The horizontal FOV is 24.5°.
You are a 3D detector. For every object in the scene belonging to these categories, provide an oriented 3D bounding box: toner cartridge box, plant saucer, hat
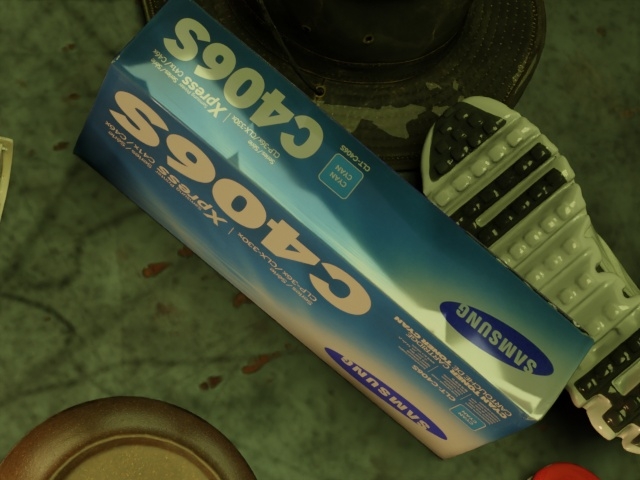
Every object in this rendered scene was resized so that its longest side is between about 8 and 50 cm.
[{"bbox_3d":[0.000,0.000,0.990,0.348,0.165,0.075,40,67,-2],"label":"toner cartridge box"},{"bbox_3d":[-0.122,0.196,0.960,0.198,0.036,0.198,6,72,-17],"label":"plant saucer"},{"bbox_3d":[0.034,-0.218,1.085,0.331,0.134,0.331,5,71,-16],"label":"hat"}]

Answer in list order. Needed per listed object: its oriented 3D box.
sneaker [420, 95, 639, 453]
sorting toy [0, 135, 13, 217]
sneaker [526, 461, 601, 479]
[{"bbox_3d":[0.173,0.027,1.072,0.110,0.118,0.292,-35,77,9],"label":"sneaker"},{"bbox_3d":[-0.251,-0.031,0.987,0.075,0.045,0.083,12,71,-6],"label":"sorting toy"},{"bbox_3d":[0.220,0.248,0.971,0.107,0.118,0.279,-4,45,-22],"label":"sneaker"}]
